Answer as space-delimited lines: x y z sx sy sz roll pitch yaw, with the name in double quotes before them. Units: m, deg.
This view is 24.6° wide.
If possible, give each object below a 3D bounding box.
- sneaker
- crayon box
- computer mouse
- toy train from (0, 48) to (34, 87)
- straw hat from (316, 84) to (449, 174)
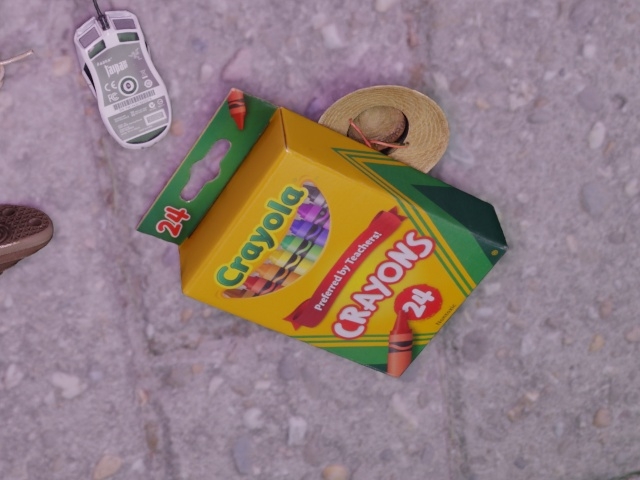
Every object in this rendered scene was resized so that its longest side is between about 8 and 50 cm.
"sneaker" -0.346 0.020 1.414 0.188 0.066 0.071 -13 133 -6
"crayon box" 0.000 0.000 1.468 0.318 0.081 0.202 23 122 -24
"computer mouse" -0.198 -0.177 1.379 0.106 0.042 0.193 -22 112 -13
"toy train" -0.354 -0.065 1.333 0.248 0.105 0.143 -21 112 -8
"straw hat" 0.056 -0.117 1.472 0.144 0.061 0.144 -2 134 -2
